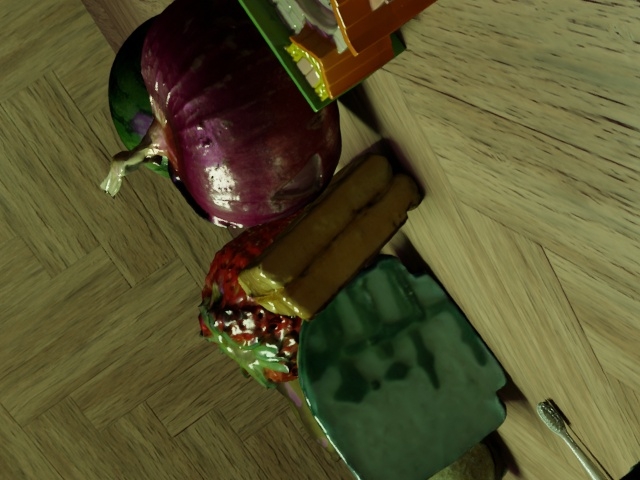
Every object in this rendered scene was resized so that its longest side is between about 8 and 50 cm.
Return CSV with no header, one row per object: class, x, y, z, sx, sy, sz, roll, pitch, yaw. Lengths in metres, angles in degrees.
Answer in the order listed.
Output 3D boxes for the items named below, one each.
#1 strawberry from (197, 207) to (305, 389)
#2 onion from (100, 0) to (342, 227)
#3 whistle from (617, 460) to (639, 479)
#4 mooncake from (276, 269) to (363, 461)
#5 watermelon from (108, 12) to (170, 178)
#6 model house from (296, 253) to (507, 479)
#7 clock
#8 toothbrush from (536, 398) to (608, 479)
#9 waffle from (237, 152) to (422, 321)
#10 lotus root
strawberry,-0.049,0.072,1.874,0.238,0.288,0.250,46,155,-22
onion,-0.097,-0.168,1.391,0.256,0.272,0.230,26,144,28
whistle,0.321,0.300,1.161,0.188,0.168,0.405,46,164,37
mooncake,0.010,0.190,2.164,0.394,0.246,0.393,42,159,42
watermelon,-0.169,-0.197,1.627,0.242,0.242,0.242,53,171,12
model house,0.100,0.197,1.744,0.295,0.251,0.329,53,177,4
clock,-0.004,-0.243,1.002,0.220,0.106,0.255,55,171,-4
toothbrush,0.360,0.314,1.463,0.288,0.021,0.024,52,-179,12
waffle,0.000,0.000,1.530,0.098,0.224,0.327,46,172,-6
lotus root,0.141,0.336,1.937,0.349,0.175,0.175,29,175,-10
